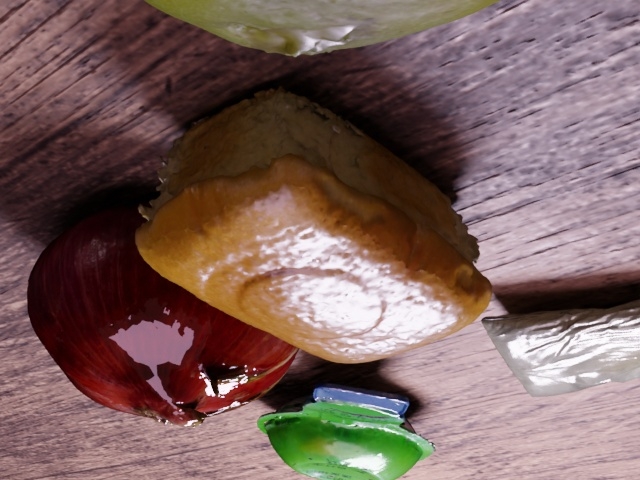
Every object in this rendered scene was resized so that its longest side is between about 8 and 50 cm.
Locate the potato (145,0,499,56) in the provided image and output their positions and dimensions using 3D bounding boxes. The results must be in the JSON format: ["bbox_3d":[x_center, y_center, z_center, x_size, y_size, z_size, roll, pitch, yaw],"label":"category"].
[{"bbox_3d":[0.018,-0.156,0.417,0.186,0.149,0.253,30,146,-32],"label":"potato"}]

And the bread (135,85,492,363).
[{"bbox_3d":[0.000,0.000,0.750,0.174,0.121,0.245,-15,143,39],"label":"bread"}]

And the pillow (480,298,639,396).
[{"bbox_3d":[0.266,0.087,0.921,0.229,0.050,0.148,-11,151,27],"label":"pillow"}]

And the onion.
[{"bbox_3d":[-0.133,0.068,0.894,0.248,0.161,0.248,17,139,15],"label":"onion"}]

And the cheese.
[{"bbox_3d":[0.031,0.206,1.173,0.203,0.083,0.320,10,155,0],"label":"cheese"}]
